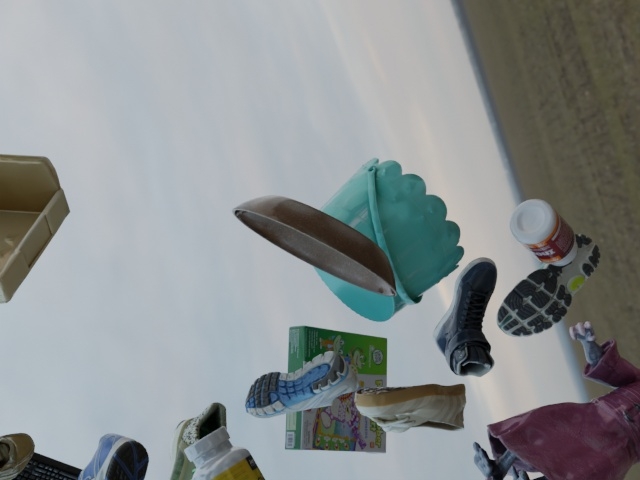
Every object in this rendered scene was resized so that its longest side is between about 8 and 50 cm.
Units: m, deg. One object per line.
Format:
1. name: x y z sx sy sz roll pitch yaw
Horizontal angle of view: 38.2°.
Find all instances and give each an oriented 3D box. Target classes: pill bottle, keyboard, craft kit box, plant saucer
1. pill bottle: -0.138 0.392 1.457 0.184 0.103 0.103 59 -170 8
2. keyboard: -0.515 0.467 1.757 0.180 0.108 0.023 35 -169 -37
3. craft kit box: 0.037 0.313 1.916 0.247 0.061 0.249 14 -108 -44
4. plant saucer: 0.000 0.000 0.995 0.036 0.199 0.198 -62 -24 -8
5. pill bottle: 0.408 -0.009 1.667 0.152 0.086 0.086 33 -142 -48

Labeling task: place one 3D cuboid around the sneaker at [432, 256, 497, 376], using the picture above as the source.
1. sneaker: 0.304 0.160 1.802 0.163 0.086 0.226 -108 34 -60

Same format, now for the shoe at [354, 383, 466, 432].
1. shoe: 0.115 0.200 1.088 0.219 0.077 0.058 11 -107 -53

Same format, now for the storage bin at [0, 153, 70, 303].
1. storage bin: -0.589 -0.022 1.517 0.262 0.261 0.123 -73 -19 -50

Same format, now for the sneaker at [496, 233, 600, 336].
1. sneaker: 0.446 0.101 1.817 0.107 0.275 0.110 48 155 8

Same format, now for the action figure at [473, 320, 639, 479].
1. action figure: 0.418 0.272 1.273 0.248 0.370 0.275 53 161 46

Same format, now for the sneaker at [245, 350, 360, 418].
1. sneaker: -0.025 0.232 1.384 0.083 0.191 0.071 41 -142 -42

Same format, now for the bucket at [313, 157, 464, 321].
1. bucket: 0.111 0.006 1.741 0.281 0.183 0.281 38 153 23

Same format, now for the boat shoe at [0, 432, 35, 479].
1. boat shoe: -0.477 0.323 1.370 0.068 0.072 0.190 49 -162 3

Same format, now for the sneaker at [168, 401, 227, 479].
1. sneaker: -0.275 0.539 2.124 0.158 0.182 0.410 15 -142 -19

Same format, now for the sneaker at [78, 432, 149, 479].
1. sneaker: -0.309 0.375 1.311 0.080 0.081 0.211 25 -94 -41
